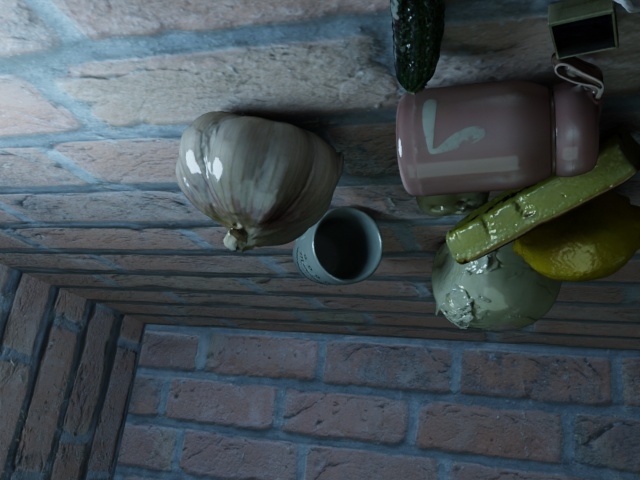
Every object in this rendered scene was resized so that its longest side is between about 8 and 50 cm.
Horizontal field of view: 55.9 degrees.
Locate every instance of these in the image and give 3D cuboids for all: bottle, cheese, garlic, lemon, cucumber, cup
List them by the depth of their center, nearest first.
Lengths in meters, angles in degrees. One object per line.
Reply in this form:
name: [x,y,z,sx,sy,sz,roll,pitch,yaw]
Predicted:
cucumber: [0.128,-0.286,0.795,0.077,0.077,0.265,3,163,11]
bottle: [0.272,-0.173,0.928,0.296,0.173,0.207,-1,128,20]
garlic: [-0.121,-0.120,1.150,0.321,0.241,0.322,-4,143,-3]
cheese: [0.264,-0.121,1.176,0.159,0.093,0.263,1,161,8]
lemon: [0.518,-0.016,1.220,0.260,0.204,0.204,-12,154,30]
cup: [0.000,0.000,1.537,0.258,0.186,0.234,44,159,-12]

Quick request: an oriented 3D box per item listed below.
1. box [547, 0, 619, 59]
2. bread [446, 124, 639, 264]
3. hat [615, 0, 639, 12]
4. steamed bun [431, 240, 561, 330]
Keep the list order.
box: [0.344,-0.278,0.789,0.079,0.035,0.083,-4,157,29]
bread: [0.384,-0.072,1.076,0.361,0.077,0.138,-34,-178,38]
hat: [0.245,-0.310,0.573,0.126,0.203,0.203,9,167,46]
steamed bun: [0.461,0.119,1.570,0.311,0.233,0.334,9,162,-4]
